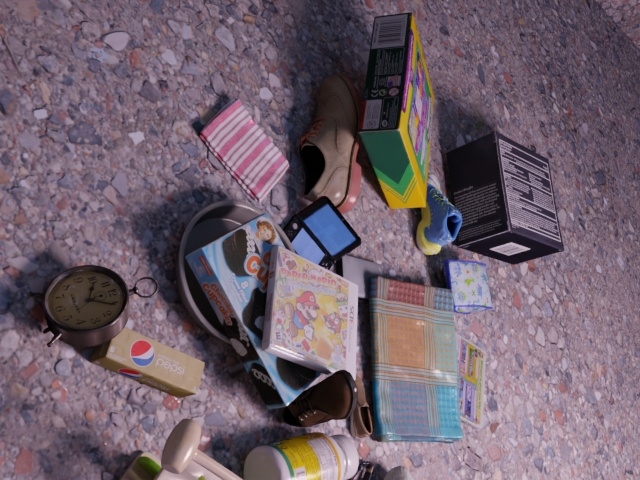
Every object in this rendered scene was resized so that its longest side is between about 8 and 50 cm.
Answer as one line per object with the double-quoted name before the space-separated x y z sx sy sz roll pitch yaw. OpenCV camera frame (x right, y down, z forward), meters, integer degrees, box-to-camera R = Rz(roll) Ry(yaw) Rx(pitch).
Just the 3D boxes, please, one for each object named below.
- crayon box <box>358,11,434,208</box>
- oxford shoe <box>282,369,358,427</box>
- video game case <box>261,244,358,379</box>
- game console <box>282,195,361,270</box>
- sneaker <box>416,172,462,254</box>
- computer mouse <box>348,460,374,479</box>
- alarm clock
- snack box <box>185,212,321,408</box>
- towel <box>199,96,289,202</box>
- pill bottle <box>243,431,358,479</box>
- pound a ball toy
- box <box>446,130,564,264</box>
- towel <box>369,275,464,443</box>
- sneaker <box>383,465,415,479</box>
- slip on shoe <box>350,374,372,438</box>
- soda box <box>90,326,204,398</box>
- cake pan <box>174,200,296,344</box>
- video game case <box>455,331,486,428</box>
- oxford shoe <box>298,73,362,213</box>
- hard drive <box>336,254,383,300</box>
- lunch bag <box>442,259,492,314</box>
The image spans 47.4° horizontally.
"crayon box" 0.196 -0.312 1.793 0.313 0.106 0.363 61 33 -54
"oxford shoe" -0.004 0.306 1.352 0.096 0.227 0.083 -8 65 -32
"video game case" -0.013 0.142 1.385 0.227 0.026 0.206 28 53 -37
"game console" 0.000 0.000 1.579 0.144 0.085 0.124 51 45 -17
"sneaker" 0.317 -0.081 1.897 0.091 0.126 0.240 22 59 -37
"computer mouse" 0.070 0.551 1.456 0.071 0.041 0.242 41 48 -24
"alarm clock" -0.352 0.100 1.162 0.192 0.064 0.129 -19 57 -22
"snack box" -0.100 0.127 1.366 0.187 0.060 0.322 -34 98 -48
"towel" -0.155 -0.192 1.545 0.197 0.029 0.144 50 47 -18
"pill bottle" -0.030 0.422 1.353 0.208 0.117 0.118 0 74 -44
"pound a ball toy" -0.187 0.437 1.126 0.319 0.208 0.136 51 45 -18
"box" 0.523 -0.111 2.072 0.296 0.182 0.294 16 64 -42
"towel" 0.223 0.278 1.687 0.271 0.040 0.370 11 70 -36
"sneaker" 0.143 0.583 1.490 0.237 0.085 0.086 -64 145 -31
"slip on shoe" 0.084 0.350 1.550 0.051 0.041 0.135 16 63 -40
"soda box" -0.288 0.206 1.229 0.181 0.058 0.061 32 54 -31
"cake pan" -0.161 0.068 1.415 0.293 0.054 0.293 19 61 -39
"video game case" 0.346 0.340 1.828 0.193 0.023 0.212 33 52 -31
"oxford shoe" 0.017 -0.241 1.673 0.130 0.123 0.348 14 63 -35
"hard drive" 0.093 0.089 1.681 0.135 0.022 0.094 15 63 -41
"lunch bag" 0.370 0.120 1.889 0.151 0.096 0.129 13 65 -52
